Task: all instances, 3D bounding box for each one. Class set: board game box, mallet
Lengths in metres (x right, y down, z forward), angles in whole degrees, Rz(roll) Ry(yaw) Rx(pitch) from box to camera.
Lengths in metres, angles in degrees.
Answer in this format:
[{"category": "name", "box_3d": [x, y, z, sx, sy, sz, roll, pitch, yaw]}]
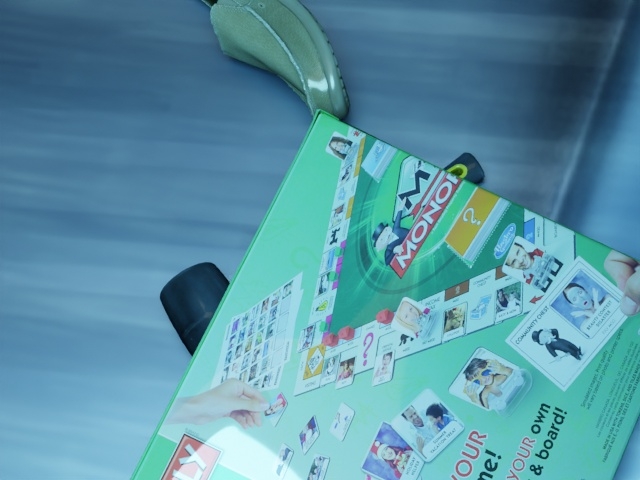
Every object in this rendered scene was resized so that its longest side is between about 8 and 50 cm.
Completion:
[{"category": "board game box", "box_3d": [0.026, 0.117, 0.804, 0.213, 0.046, 0.317, 26, 73, 4]}, {"category": "mallet", "box_3d": [0.000, 0.000, 0.884, 0.190, 0.039, 0.062, -38, 73, -13]}]

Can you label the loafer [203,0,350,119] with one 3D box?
[{"category": "loafer", "box_3d": [-0.032, -0.117, 0.923, 0.050, 0.056, 0.148, -31, 58, -5]}]
